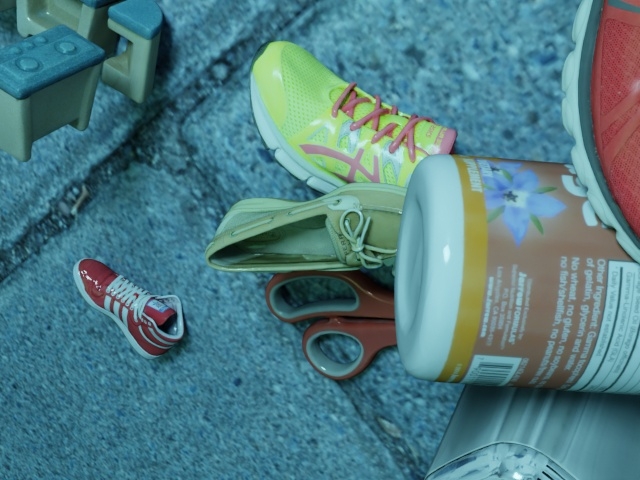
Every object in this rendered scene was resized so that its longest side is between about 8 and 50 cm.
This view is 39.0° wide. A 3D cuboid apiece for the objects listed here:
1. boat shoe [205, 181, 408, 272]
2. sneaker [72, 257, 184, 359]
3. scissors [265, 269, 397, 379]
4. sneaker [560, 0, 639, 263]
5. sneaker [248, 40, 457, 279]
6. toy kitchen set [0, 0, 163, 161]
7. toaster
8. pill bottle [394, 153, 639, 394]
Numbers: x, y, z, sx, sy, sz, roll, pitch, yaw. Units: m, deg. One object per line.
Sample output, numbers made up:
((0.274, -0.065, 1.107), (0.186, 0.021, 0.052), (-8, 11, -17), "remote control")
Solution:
((-0.001, -0.002, 0.571), (0.153, 0.048, 0.056), (0, 126, 26), "boat shoe")
((-0.173, 0.055, 0.834), (0.118, 0.042, 0.067), (49, 138, -11), "sneaker")
((0.082, 0.052, 0.668), (0.297, 0.021, 0.109), (-11, 111, 39), "scissors")
((0.165, -0.108, 0.371), (0.107, 0.118, 0.279), (-7, 98, -4), "sneaker")
((0.044, -0.061, 0.591), (0.208, 0.081, 0.094), (44, 134, -11), "sneaker")
((-0.229, -0.179, 0.643), (0.207, 0.166, 0.122), (31, 131, 15), "toy kitchen set")
((0.162, 0.159, 0.583), (0.227, 0.146, 0.129), (46, 132, -5), "toaster")
((0.154, 0.021, 0.484), (0.216, 0.121, 0.121), (4, 125, -4), "pill bottle")
